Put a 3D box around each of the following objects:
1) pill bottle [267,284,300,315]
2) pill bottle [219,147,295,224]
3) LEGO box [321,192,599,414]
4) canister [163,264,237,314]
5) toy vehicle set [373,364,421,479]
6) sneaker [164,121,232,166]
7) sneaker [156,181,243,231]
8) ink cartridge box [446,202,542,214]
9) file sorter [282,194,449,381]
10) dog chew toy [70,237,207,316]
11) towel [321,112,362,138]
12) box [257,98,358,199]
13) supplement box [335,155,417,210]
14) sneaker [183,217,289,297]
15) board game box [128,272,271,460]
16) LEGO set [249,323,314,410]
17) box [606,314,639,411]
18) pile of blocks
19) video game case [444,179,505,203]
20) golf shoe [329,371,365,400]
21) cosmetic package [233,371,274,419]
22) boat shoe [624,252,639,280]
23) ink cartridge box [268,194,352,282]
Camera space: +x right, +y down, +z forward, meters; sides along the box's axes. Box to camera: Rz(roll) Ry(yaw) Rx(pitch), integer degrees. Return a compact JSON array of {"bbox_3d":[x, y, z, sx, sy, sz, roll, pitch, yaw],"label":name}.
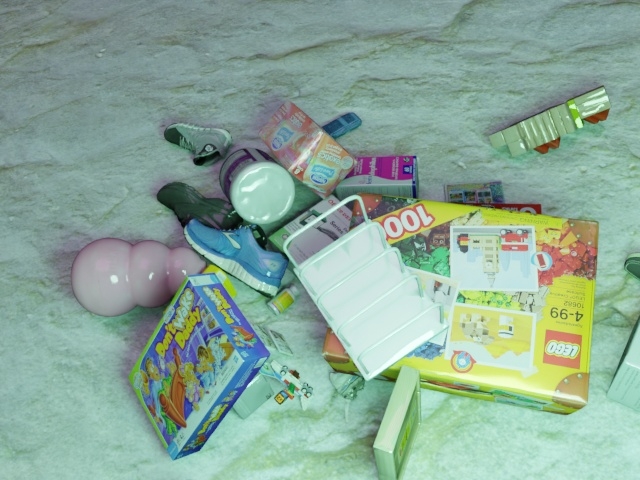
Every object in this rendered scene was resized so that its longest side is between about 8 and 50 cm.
[{"bbox_3d":[-0.093,0.151,1.584,0.083,0.043,0.043,-40,57,-18],"label":"pill bottle"},{"bbox_3d":[-0.186,-0.162,1.707,0.169,0.169,0.301,-25,24,-8],"label":"pill bottle"},{"bbox_3d":[0.293,0.128,1.316,0.501,0.193,0.372,8,70,13],"label":"LEGO box"},{"bbox_3d":[-0.298,0.159,1.564,0.073,0.126,0.170,23,60,34],"label":"canister"},{"bbox_3d":[0.157,0.379,1.227,0.035,0.266,0.165,15,57,20],"label":"toy vehicle set"},{"bbox_3d":[-0.401,-0.296,1.952,0.229,0.086,0.132,5,57,13],"label":"sneaker"},{"bbox_3d":[-0.366,-0.076,1.772,0.287,0.109,0.130,20,66,26],"label":"sneaker"},{"bbox_3d":[0.380,0.049,1.520,0.310,0.130,0.271,1,55,11],"label":"ink cartridge box"},{"bbox_3d":[0.082,0.086,1.173,0.193,0.173,0.277,-34,66,-3],"label":"file sorter"},{"bbox_3d":[-0.461,0.088,1.611,0.332,0.206,0.206,-5,53,-2],"label":"dog chew toy"},{"bbox_3d":[0.065,-0.361,1.947,0.120,0.029,0.067,-30,53,-12],"label":"towel"},{"bbox_3d":[-0.043,-0.261,1.737,0.142,0.154,0.300,-48,35,8],"label":"box"},{"bbox_3d":[0.159,-0.157,1.727,0.220,0.113,0.111,-1,54,12],"label":"supplement box"},{"bbox_3d":[-0.214,0.018,1.622,0.330,0.130,0.147,28,80,24],"label":"sneaker"},{"bbox_3d":[-0.274,0.274,1.346,0.078,0.347,0.233,-3,46,-49],"label":"board game box"},{"bbox_3d":[-0.111,0.288,1.409,0.060,0.183,0.244,-49,46,12],"label":"LEGO set"},{"bbox_3d":[0.694,0.243,1.282,0.119,0.181,0.181,23,60,25],"label":"box"},{"bbox_3d":[0.665,-0.321,1.777,0.363,0.149,0.112,-23,96,4],"label":"pile of blocks"},{"bbox_3d":[0.422,-0.103,1.695,0.158,0.019,0.143,-3,53,9],"label":"video game case"},{"bbox_3d":[0.097,0.283,1.439,0.176,0.069,0.086,-37,50,-18],"label":"golf shoe"},{"bbox_3d":[-0.224,0.289,1.454,0.107,0.127,0.238,-37,54,-14],"label":"cosmetic package"},{"bbox_3d":[0.806,0.106,1.429,0.224,0.080,0.073,31,60,24],"label":"boat shoe"},{"bbox_3d":[0.000,0.000,1.649,0.219,0.092,0.160,-36,56,-16],"label":"ink cartridge box"}]
